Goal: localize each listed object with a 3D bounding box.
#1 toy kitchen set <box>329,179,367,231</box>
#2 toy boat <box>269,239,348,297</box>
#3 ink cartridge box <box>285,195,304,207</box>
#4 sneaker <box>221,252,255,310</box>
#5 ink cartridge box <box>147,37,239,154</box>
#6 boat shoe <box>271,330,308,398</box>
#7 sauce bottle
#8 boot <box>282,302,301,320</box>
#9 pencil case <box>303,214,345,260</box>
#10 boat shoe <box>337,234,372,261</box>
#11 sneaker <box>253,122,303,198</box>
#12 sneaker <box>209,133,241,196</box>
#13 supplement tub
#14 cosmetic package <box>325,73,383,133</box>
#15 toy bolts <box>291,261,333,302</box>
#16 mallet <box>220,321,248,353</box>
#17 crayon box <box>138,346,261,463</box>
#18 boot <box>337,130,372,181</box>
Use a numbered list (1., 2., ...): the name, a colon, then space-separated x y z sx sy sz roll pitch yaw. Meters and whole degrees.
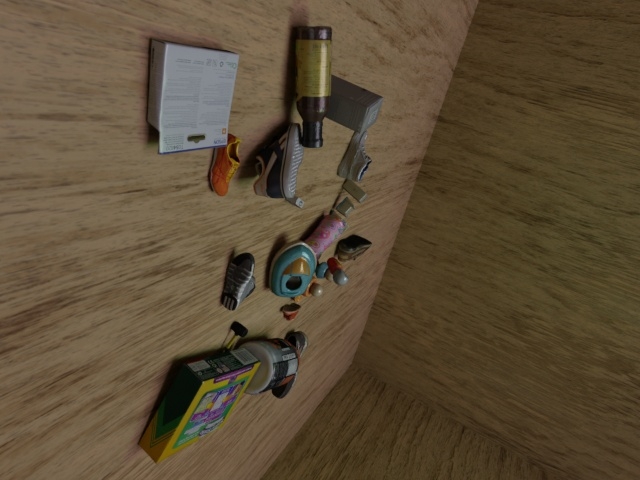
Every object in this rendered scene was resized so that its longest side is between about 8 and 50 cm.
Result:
1. toy kitchen set: 0.132 -0.171 2.021 0.207 0.122 0.166 -45 159 2
2. toy boat: -0.046 0.126 1.635 0.317 0.148 0.268 0 123 -22
3. ink cartridge box: -0.094 -0.149 1.538 0.028 0.048 0.083 -65 160 -3
4. sneaker: -0.263 0.125 1.398 0.229 0.086 0.132 -64 167 23
5. ink cartridge box: -0.283 -0.316 0.905 0.223 0.045 0.224 -30 140 -57
6. boat shoe: -0.184 0.637 2.092 0.130 0.132 0.356 32 73 -59
7. sauce bottle: -0.023 -0.458 1.229 0.111 0.111 0.345 -36 134 -53
8. boot: -0.147 0.353 1.943 0.085 0.059 0.158 -62 161 4
9. pencil case: 0.000 0.000 1.825 0.284 0.124 0.124 -48 153 -39
10. boat shoe: 0.188 0.051 2.365 0.323 0.122 0.120 -12 129 -55
11. sneaker: -0.130 -0.258 1.259 0.126 0.127 0.321 77 15 -44
12. sneaker: -0.252 -0.196 1.081 0.064 0.067 0.175 -36 146 -56
13. supplement tub: -0.222 0.528 1.733 0.207 0.207 0.338 -65 160 -2
14. cosmetic package: 0.070 -0.458 1.331 0.127 0.237 0.107 -48 164 -44
15. toy bolts: -0.027 0.205 1.924 0.229 0.158 0.218 -50 154 -35
16. mallet: -0.354 0.392 1.523 0.190 0.062 0.039 -49 158 -3
17. crayon box: -0.405 0.556 1.417 0.313 0.106 0.363 -59 159 6
18. boot: 0.186 -0.390 1.852 0.259 0.123 0.095 -65 159 -2
